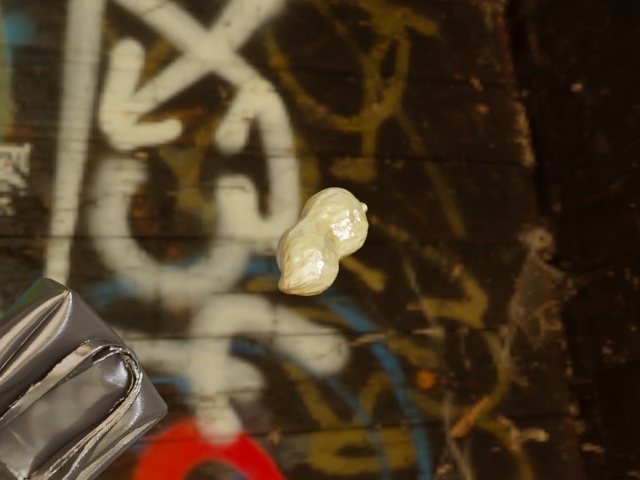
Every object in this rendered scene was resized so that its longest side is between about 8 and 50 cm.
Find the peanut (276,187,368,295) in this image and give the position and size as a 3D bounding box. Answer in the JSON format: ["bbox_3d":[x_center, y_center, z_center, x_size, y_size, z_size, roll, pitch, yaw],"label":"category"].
[{"bbox_3d":[0.000,0.000,1.910,0.117,0.263,0.101,-29,-77,35],"label":"peanut"}]

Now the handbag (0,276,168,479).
[{"bbox_3d":[-0.377,0.227,1.807,0.113,0.257,0.285,21,-30,51],"label":"handbag"}]
